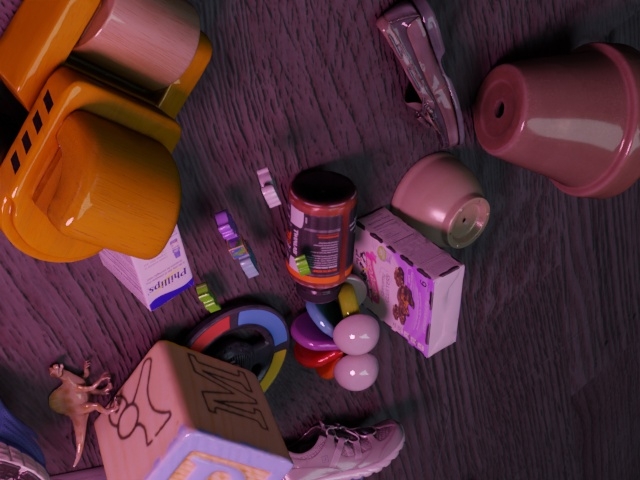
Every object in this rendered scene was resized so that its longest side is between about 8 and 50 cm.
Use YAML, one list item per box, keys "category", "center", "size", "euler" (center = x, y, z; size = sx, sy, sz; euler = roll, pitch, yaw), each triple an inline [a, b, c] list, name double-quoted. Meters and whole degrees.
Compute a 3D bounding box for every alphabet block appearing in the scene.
- category: "alphabet block"
  center: [-0.188, 0.294, 1.478]
  size: [0.193, 0.197, 0.192]
  euler: [28, 111, -36]

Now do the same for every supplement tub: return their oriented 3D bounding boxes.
- category: "supplement tub"
  center: [0.000, 0.000, 1.552]
  size: [0.106, 0.106, 0.198]
  euler: [-22, 132, -31]

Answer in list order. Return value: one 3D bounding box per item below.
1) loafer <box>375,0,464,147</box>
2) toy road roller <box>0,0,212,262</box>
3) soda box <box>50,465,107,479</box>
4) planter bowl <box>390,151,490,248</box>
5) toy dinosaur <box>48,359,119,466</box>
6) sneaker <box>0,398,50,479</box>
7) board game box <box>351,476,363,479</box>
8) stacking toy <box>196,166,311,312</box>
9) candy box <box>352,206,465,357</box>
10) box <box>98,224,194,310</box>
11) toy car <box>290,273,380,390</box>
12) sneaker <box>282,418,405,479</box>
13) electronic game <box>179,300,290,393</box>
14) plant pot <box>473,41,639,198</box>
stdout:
- category: "loafer"
  center: [0.149, -0.244, 1.537]
  size: [0.084, 0.096, 0.267]
  euler: [-23, 129, -2]
- category: "toy road roller"
  center: [-0.237, -0.124, 1.129]
  size: [0.202, 0.240, 0.329]
  euler: [21, 104, -49]
- category: "soda box"
  center: [-0.369, 0.396, 1.536]
  size: [0.216, 0.069, 0.074]
  euler: [-2, 121, -42]
- category: "planter bowl"
  center: [0.213, -0.054, 1.710]
  size: [0.162, 0.109, 0.162]
  euler: [-25, 133, -29]
- category: "toy dinosaur"
  center: [-0.340, 0.231, 1.465]
  size: [0.093, 0.053, 0.183]
  euler: [-16, 123, -15]
- category: "sneaker"
  center: [-0.483, 0.225, 1.266]
  size: [0.130, 0.147, 0.330]
  euler: [-42, 123, 11]
- category: "board game box"
  center: [0.014, 0.460, 1.970]
  size: [0.169, 0.033, 0.133]
  euler: [-30, 135, -24]
- category: "stacking toy"
  center: [-0.118, 0.003, 1.442]
  size: [0.167, 0.052, 0.221]
  euler: [-20, 138, 4]
- category: "candy box"
  center: [0.137, 0.066, 1.659]
  size: [0.070, 0.196, 0.164]
  euler: [-25, 134, -29]
- category: "box"
  center: [-0.236, -0.002, 1.313]
  size: [0.072, 0.126, 0.137]
  euler: [-32, 137, -24]
- category: "toy car"
  center: [0.019, 0.151, 1.665]
  size: [0.136, 0.159, 0.182]
  euler: [-7, 129, -7]
- category: "sneaker"
  center: [0.034, 0.376, 1.862]
  size: [0.281, 0.105, 0.115]
  euler: [-18, 99, -29]
- category: "electronic game"
  center: [-0.144, 0.196, 1.611]
  size: [0.229, 0.048, 0.229]
  euler: [-24, 134, -28]
- category: "plant pot"
  center: [0.387, -0.206, 1.678]
  size: [0.229, 0.263, 0.263]
  euler: [4, 118, -26]
